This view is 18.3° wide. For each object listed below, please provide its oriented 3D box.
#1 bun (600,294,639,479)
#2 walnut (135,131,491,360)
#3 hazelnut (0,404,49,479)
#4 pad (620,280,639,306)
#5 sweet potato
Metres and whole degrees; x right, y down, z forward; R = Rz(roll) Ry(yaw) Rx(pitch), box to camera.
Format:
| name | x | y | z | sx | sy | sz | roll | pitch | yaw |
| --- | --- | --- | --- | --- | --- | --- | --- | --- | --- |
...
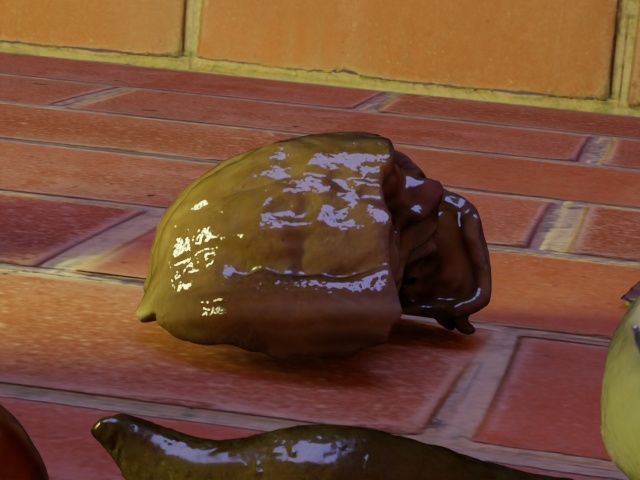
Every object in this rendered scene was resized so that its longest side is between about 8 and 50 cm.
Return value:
| name | x | y | z | sx | sy | sz | roll | pitch | yaw |
| --- | --- | --- | --- | --- | --- | --- | --- | --- | --- |
| bun | 0.243 | 0.085 | 0.903 | 0.239 | 0.141 | 0.239 | 1 | 14 | 0 |
| walnut | -0.008 | -0.001 | 1.290 | 0.204 | 0.141 | 0.238 | 4 | 6 | 26 |
| hazelnut | -0.171 | 0.094 | 0.667 | 0.150 | 0.150 | 0.150 | 5 | 10 | -1 |
| pad | 0.304 | 0.043 | 1.569 | 0.113 | 0.006 | 0.188 | 6 | 8 | 16 |
| sweet potato | 0.022 | 0.112 | 0.885 | 0.249 | 0.059 | 0.069 | 6 | -4 | -21 |
